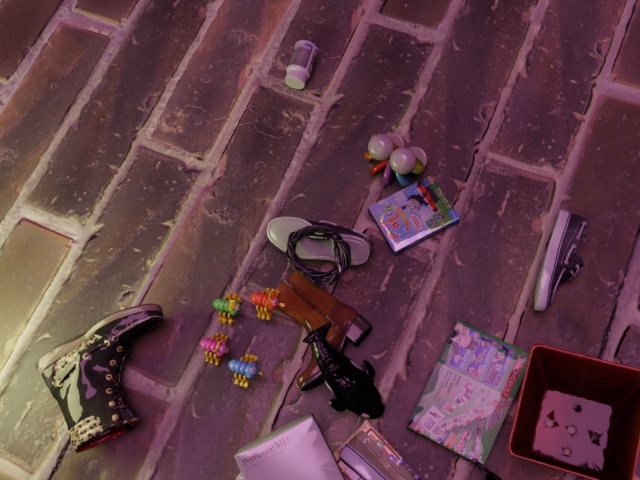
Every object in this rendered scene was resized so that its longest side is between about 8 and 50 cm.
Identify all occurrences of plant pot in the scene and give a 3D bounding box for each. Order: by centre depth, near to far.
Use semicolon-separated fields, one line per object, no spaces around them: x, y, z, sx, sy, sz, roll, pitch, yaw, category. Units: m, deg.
0.604;0.430;1.722;0.267;0.235;0.267;13;71;19;plant pot

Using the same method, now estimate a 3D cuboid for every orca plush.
0.082;0.337;1.829;0.151;0.102;0.287;-26;94;-24;orca plush

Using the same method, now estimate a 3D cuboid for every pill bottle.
-0.062;-0.548;2.266;0.078;0.078;0.137;13;70;11;pill bottle

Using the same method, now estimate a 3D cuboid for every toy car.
0.208;-0.225;2.092;0.182;0.159;0.136;34;111;17;toy car

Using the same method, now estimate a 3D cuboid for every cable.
-0.008;0.031;1.972;0.184;0.047;0.150;41;99;11;cable

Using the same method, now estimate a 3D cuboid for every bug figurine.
-0.218;0.243;1.954;0.216;0.072;0.279;7;70;28;bug figurine

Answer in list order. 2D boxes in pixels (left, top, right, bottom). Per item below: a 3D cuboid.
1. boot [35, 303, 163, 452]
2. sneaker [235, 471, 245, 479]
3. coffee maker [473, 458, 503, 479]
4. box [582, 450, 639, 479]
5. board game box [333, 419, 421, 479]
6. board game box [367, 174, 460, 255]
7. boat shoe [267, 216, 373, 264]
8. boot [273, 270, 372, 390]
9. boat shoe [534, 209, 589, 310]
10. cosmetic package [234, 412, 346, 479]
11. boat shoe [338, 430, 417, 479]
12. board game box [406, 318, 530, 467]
-0.552;0.362;1.936;0.377;0.138;0.284;-28;68;-1;boot
-0.203;0.661;1.812;0.232;0.090;0.115;-42;74;-9;sneaker
0.388;0.653;1.738;0.171;0.120;0.178;36;77;26;coffee maker
0.700;0.642;1.755;0.164;0.021;0.201;37;76;18;box
0.134;0.575;1.829;0.147;0.045;0.193;-42;71;-10;board game box
0.265;-0.073;2.069;0.212;0.039;0.160;-28;69;-4;board game box
0.000;0.000;2.046;0.303;0.091;0.114;19;105;11;boat shoe
-0.045;0.231;1.957;0.280;0.096;0.264;38;79;20;boot
0.651;0.060;1.946;0.102;0.108;0.301;18;65;14;boat shoe
-0.027;0.629;1.725;0.217;0.156;0.385;-28;84;-6;cosmetic package
0.181;0.577;1.743;0.302;0.109;0.094;36;76;19;boat shoe
0.385;0.391;1.873;0.214;0.046;0.317;26;74;14;board game box
